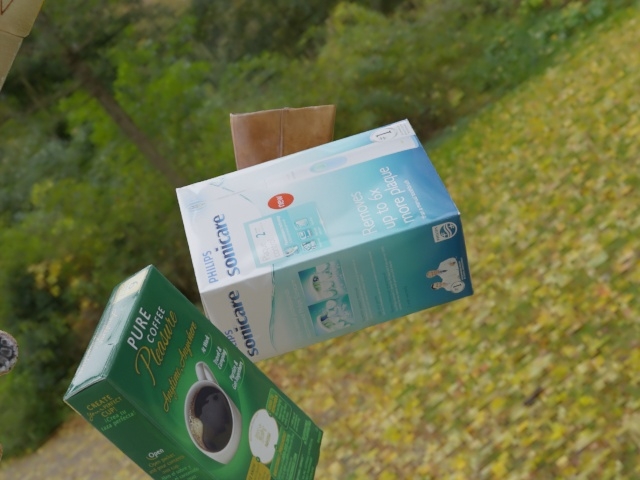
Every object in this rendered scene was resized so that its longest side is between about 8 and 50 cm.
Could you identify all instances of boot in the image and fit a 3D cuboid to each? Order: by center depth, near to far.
[{"bbox_3d":[0.009,-0.043,1.651,0.264,0.280,0.096,1,3,8],"label":"boot"}]

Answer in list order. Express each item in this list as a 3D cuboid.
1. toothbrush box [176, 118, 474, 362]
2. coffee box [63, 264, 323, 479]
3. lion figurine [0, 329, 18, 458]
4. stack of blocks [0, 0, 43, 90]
[{"bbox_3d":[0.000,0.000,1.402,0.296,0.126,0.216,-17,37,-2],"label":"toothbrush box"},{"bbox_3d":[-0.075,0.115,0.787,0.040,0.184,0.113,-29,28,29],"label":"coffee box"},{"bbox_3d":[-0.350,0.057,0.876,0.142,0.392,0.240,-27,-6,-35],"label":"lion figurine"},{"bbox_3d":[-0.205,-0.118,0.569,0.297,0.087,0.171,-61,37,14],"label":"stack of blocks"}]
